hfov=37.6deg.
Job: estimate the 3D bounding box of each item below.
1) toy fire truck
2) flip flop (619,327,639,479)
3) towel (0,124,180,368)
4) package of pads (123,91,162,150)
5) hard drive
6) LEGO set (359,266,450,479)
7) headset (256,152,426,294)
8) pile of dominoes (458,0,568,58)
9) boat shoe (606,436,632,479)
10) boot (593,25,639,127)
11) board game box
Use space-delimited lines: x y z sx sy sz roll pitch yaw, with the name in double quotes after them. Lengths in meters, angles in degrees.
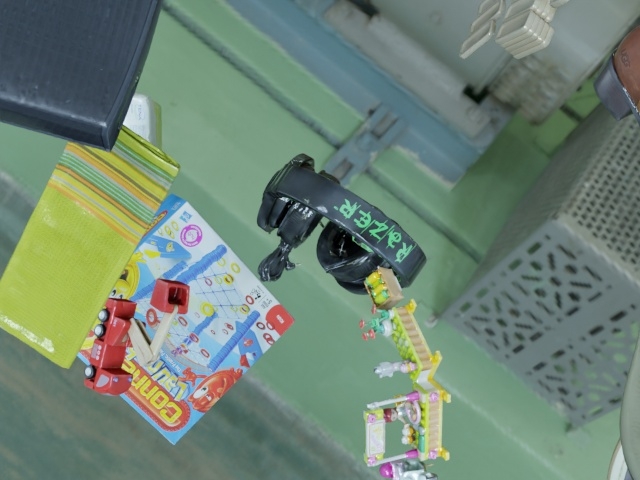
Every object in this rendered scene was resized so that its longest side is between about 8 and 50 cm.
-0.266 0.141 1.359 0.047 0.135 0.192 12 93 -53 "toy fire truck"
0.259 0.053 0.610 0.112 0.080 0.277 6 65 33 "flip flop"
-0.221 0.002 0.855 0.102 0.237 0.021 34 19 5 "towel"
-0.373 -0.179 1.900 0.101 0.296 0.229 -2 96 -5 "package of pads"
-0.195 -0.209 0.701 0.172 0.054 0.254 15 87 -24 "hard drive"
0.083 0.177 1.184 0.107 0.132 0.286 -9 88 -20 "LEGO set"
0.000 0.000 1.412 0.243 0.394 0.185 37 83 -15 "headset"
0.277 -0.333 1.142 0.040 0.196 0.251 33 70 -20 "pile of dominoes"
0.337 0.256 0.900 0.092 0.285 0.103 23 53 38 "boat shoe"
0.463 -0.180 1.030 0.096 0.280 0.264 -20 70 -29 "boot"
-0.251 0.135 1.606 0.302 0.086 0.308 -46 116 -11 "board game box"
